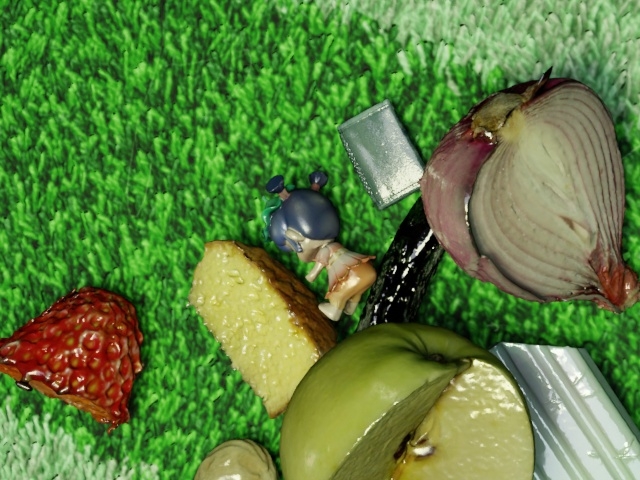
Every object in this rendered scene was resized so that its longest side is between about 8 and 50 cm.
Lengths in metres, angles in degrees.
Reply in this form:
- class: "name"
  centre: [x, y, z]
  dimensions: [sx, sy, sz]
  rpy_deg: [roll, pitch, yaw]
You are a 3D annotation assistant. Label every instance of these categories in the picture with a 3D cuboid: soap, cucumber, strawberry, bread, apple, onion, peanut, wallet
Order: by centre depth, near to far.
- class: "apple"
  centre: [0.098, 0.225, 1.491]
  dimensions: [0.295, 0.233, 0.257]
  rpy_deg: [12, 110, -21]
- class: "onion"
  centre: [0.263, -0.038, 1.573]
  dimensions: [0.267, 0.159, 0.348]
  rpy_deg: [-44, 120, -15]
- class: "soap"
  centre: [0.306, 0.251, 1.603]
  dimensions: [0.173, 0.095, 0.289]
  rpy_deg: [-35, 84, 15]
- class: "cucumber"
  centre: [0.114, 0.048, 1.652]
  dimensions: [0.081, 0.072, 0.303]
  rpy_deg: [24, 98, 25]
- class: "bread"
  centre: [-0.059, 0.110, 1.666]
  dimensions: [0.129, 0.134, 0.260]
  rpy_deg: [-49, 61, 24]
- class: "wallet"
  centre: [0.085, -0.114, 1.673]
  dimensions: [0.088, 0.026, 0.129]
  rpy_deg: [-29, 87, 18]
- class: "peanut"
  centre: [-0.141, 0.411, 1.714]
  dimensions: [0.136, 0.120, 0.298]
  rpy_deg: [31, 102, 16]
- class: "strawberry"
  centre: [-0.340, 0.143, 1.721]
  dimensions: [0.234, 0.234, 0.178]
  rpy_deg: [20, 75, 12]

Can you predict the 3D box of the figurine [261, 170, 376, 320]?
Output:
- class: "figurine"
  centre: [0.000, 0.000, 1.659]
  dimensions: [0.195, 0.111, 0.102]
  rpy_deg: [47, 115, 12]
